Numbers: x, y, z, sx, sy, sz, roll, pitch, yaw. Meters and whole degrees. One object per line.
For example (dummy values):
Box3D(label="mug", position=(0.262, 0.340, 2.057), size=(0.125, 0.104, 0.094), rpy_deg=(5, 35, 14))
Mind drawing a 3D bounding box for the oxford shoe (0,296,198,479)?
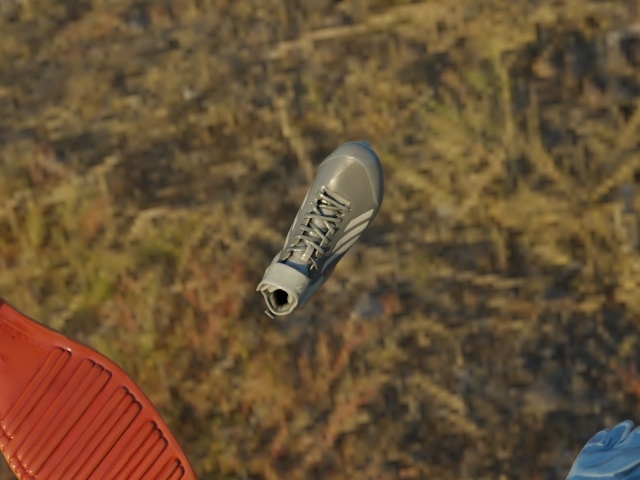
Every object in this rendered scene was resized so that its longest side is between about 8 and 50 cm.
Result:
Box3D(label="oxford shoe", position=(-0.187, 0.099, 1.285), size=(0.097, 0.271, 0.098), rpy_deg=(-48, 0, -8))

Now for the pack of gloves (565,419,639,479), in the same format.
Box3D(label="pack of gloves", position=(0.306, 0.220, 1.690), size=(0.195, 0.046, 0.232), rpy_deg=(0, 23, 28))

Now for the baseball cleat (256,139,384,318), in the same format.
Box3D(label="baseball cleat", position=(0.000, 0.000, 1.895), size=(0.072, 0.206, 0.109), rpy_deg=(28, 41, 6))
